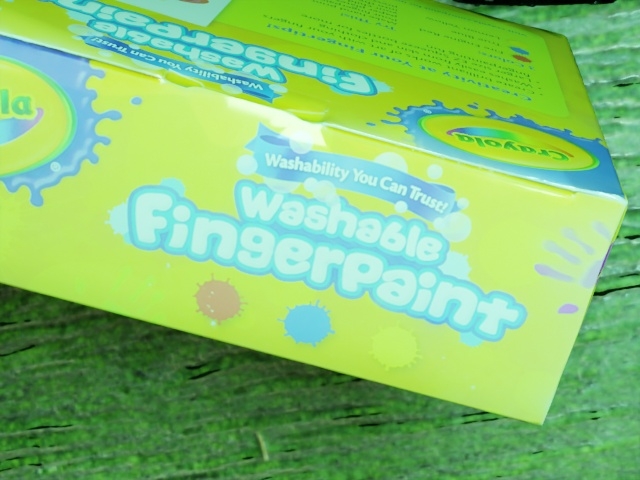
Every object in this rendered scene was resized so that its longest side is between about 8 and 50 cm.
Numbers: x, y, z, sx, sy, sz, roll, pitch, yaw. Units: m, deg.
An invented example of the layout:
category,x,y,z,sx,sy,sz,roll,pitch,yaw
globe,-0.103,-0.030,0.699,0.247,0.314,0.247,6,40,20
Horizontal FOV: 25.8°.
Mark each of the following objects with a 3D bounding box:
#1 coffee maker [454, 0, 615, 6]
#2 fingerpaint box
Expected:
category,x,y,z,sx,sy,sz,roll,pitch,yaw
coffee maker,0.183,-0.274,1.088,0.171,0.120,0.178,-1,96,-11
fingerpaint box,-0.049,-0.079,0.957,0.445,0.371,0.163,15,113,-3
